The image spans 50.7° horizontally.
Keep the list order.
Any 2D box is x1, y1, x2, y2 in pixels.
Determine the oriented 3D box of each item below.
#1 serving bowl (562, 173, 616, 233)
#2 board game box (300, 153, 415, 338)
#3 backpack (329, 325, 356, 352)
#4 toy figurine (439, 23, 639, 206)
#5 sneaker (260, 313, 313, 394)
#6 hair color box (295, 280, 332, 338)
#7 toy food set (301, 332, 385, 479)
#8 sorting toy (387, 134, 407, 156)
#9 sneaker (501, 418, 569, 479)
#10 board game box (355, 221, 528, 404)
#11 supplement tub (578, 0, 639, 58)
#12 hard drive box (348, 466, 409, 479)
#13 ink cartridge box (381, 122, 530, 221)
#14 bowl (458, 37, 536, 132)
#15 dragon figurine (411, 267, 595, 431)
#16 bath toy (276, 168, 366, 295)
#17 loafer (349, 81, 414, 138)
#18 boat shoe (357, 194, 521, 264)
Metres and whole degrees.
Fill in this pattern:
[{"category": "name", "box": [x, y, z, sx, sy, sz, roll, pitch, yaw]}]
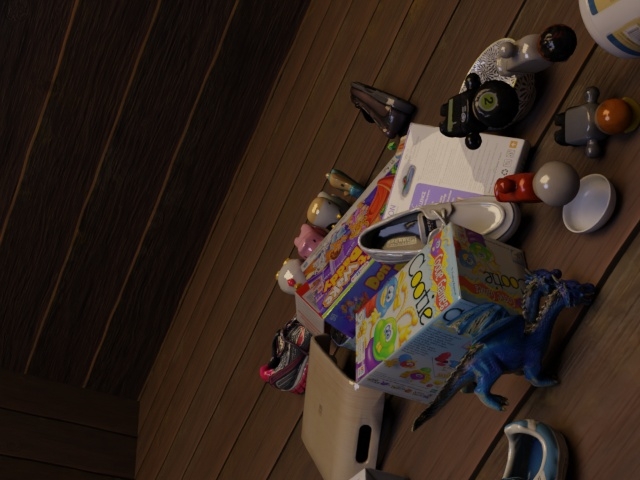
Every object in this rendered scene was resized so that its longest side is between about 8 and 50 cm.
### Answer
[{"category": "serving bowl", "box": [0.366, -0.046, 0.908, 0.083, 0.027, 0.083, -52, 28, 42]}, {"category": "board game box", "box": [0.119, -0.010, 1.314, 0.347, 0.078, 0.233, -50, 24, 9]}, {"category": "backpack", "box": [0.079, 0.168, 1.372, 0.114, 0.084, 0.105, -61, 22, 8]}, {"category": "toy figurine", "box": [0.294, -0.166, 0.910, 0.209, 0.213, 0.148, -43, 10, -12]}, {"category": "sneaker", "box": [-0.047, 0.216, 1.616, 0.121, 0.112, 0.299, 7, 77, 69]}, {"category": "hair color box", "box": [-0.006, 0.160, 1.486, 0.053, 0.093, 0.167, -40, -20, -20]}, {"category": "toy food set", "box": [0.042, 0.333, 1.324, 0.306, 0.092, 0.220, -148, 63, -71]}, {"category": "sorting toy", "box": [0.167, -0.193, 1.351, 0.083, 0.012, 0.062, -22, 32, 33]}, {"category": "sneaker", "box": [0.247, 0.329, 0.792, 0.085, 0.086, 0.237, -39, 38, 52]}, {"category": "board game box", "box": [0.184, 0.123, 1.057, 0.275, 0.144, 0.142, -50, 28, 43]}, {"category": "supplement tub", "box": [0.434, -0.321, 0.816, 0.199, 0.144, 0.144, -21, 52, 64]}, {"category": "hard drive box", "box": [0.055, 0.509, 1.114, 0.232, 0.089, 0.181, -51, 27, 42]}, {"category": "ink cartridge box", "box": [0.221, -0.084, 1.133, 0.208, 0.045, 0.206, 16, 87, 32]}, {"category": "bowl", "box": [0.313, -0.250, 1.156, 0.170, 0.080, 0.170, -51, 28, 40]}, {"category": "dragon figurine", "box": [0.221, 0.133, 0.872, 0.085, 0.289, 0.144, -145, 37, -71]}, {"category": "bath toy", "box": [0.000, 0.000, 1.689, 0.129, 0.151, 0.348, 38, 112, 32]}, {"category": "loafer", "box": [0.131, -0.327, 1.671, 0.095, 0.109, 0.302, -70, 23, 14]}, {"category": "boat shoe", "box": [0.181, -0.013, 1.064, 0.258, 0.084, 0.095, -19, 72, 28]}]
